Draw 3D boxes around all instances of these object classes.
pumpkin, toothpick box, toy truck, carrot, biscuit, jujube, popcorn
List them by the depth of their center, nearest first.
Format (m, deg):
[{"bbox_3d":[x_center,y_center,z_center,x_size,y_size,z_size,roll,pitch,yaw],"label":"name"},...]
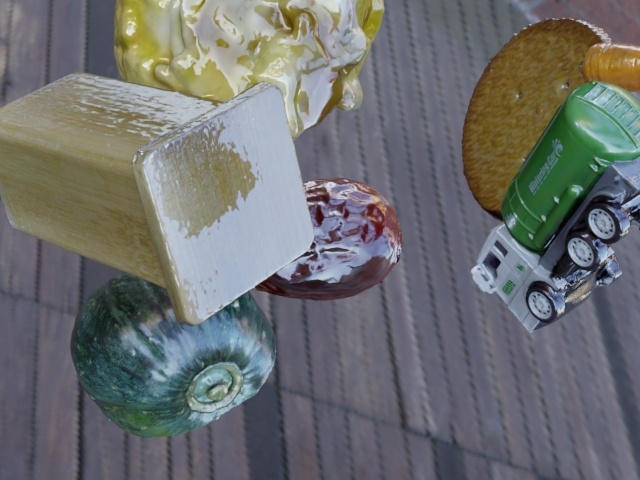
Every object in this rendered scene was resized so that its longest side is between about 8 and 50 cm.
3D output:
[{"bbox_3d":[0.224,-0.027,1.092,0.101,0.242,0.125,-29,67,-32],"label":"toy truck"},{"bbox_3d":[-0.192,-0.066,1.276,0.187,0.308,0.190,-37,127,-36],"label":"toothpick box"},{"bbox_3d":[0.415,-0.199,1.452,0.061,0.257,0.061,-16,111,-47],"label":"carrot"},{"bbox_3d":[-0.102,-0.287,1.583,0.344,0.354,0.390,59,21,-23],"label":"popcorn"},{"bbox_3d":[0.309,-0.165,1.710,0.038,0.305,0.305,13,52,-35],"label":"biscuit"},{"bbox_3d":[0.000,0.000,1.830,0.243,0.183,0.183,-4,61,-17],"label":"jujube"},{"bbox_3d":[-0.242,0.134,1.858,0.263,0.293,0.197,57,-4,44],"label":"pumpkin"}]
